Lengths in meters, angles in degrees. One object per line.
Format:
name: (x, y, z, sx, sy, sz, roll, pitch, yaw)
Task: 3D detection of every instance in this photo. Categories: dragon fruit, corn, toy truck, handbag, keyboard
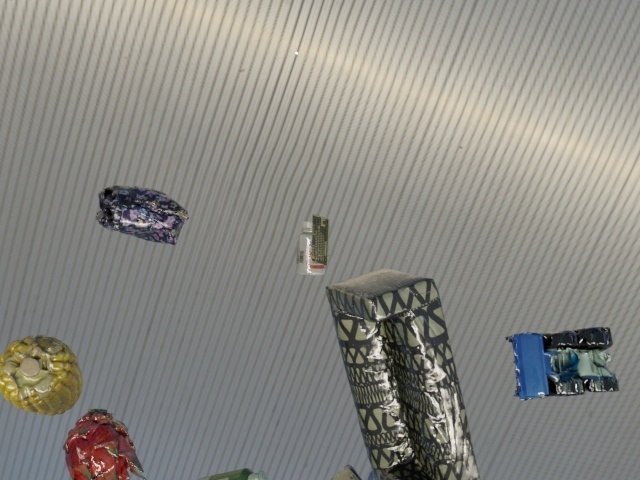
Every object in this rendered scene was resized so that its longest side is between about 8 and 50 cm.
dragon fruit: (-0.589, 0.587, 1.777, 0.192, 0.193, 0.274, -39, 72, 37)
corn: (-0.541, 0.270, 1.287, 0.144, 0.387, 0.143, 4, 74, -15)
toy truck: (0.401, 0.210, 1.130, 0.208, 0.126, 0.113, 1, 79, -22)
handbag: (-0.438, -0.067, 1.585, 0.208, 0.229, 0.126, 17, 94, -21)
keyboard: (0.000, 0.000, 1.611, 0.049, 0.015, 0.129, 20, 121, 33)

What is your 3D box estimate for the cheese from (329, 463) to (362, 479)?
cheese: (0.116, 0.505, 1.054, 0.085, 0.400, 0.034, -33, 120, -14)

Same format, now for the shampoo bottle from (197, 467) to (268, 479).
shampoo bottle: (-0.212, 0.591, 1.582, 0.205, 0.065, 0.065, -22, 107, 29)

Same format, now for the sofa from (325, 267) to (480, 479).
sofa: (0.042, 0.076, 0.337, 0.039, 0.060, 0.117, -18, 99, -21)

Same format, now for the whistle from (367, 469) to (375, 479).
whistle: (0.191, 0.673, 1.929, 0.062, 0.062, 0.304, 30, 99, -10)

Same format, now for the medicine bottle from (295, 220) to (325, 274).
medicine bottle: (-0.022, 0.020, 1.735, 0.079, 0.079, 0.140, 4, 92, -3)
